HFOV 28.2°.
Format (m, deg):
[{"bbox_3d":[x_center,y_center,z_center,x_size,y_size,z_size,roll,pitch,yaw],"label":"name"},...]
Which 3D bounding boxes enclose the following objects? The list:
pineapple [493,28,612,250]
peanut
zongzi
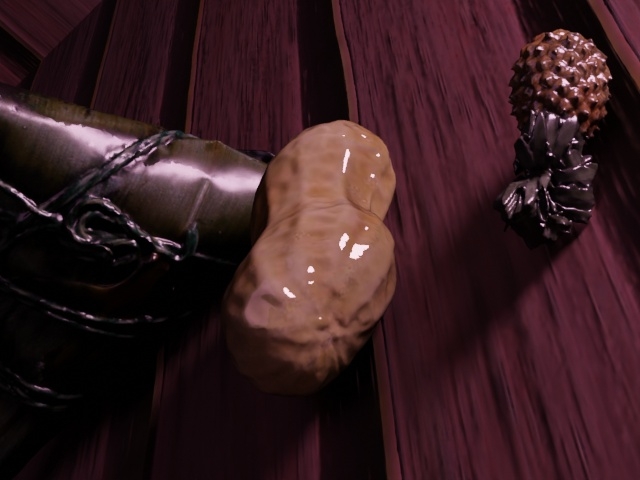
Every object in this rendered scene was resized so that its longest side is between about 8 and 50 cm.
[{"bbox_3d":[0.153,-0.065,0.847,0.074,0.074,0.159,-25,38,42],"label":"pineapple"},{"bbox_3d":[0.000,0.000,0.953,0.125,0.111,0.274,-29,31,29],"label":"peanut"},{"bbox_3d":[-0.234,-0.001,1.232,0.383,0.319,0.362,-59,21,24],"label":"zongzi"}]
